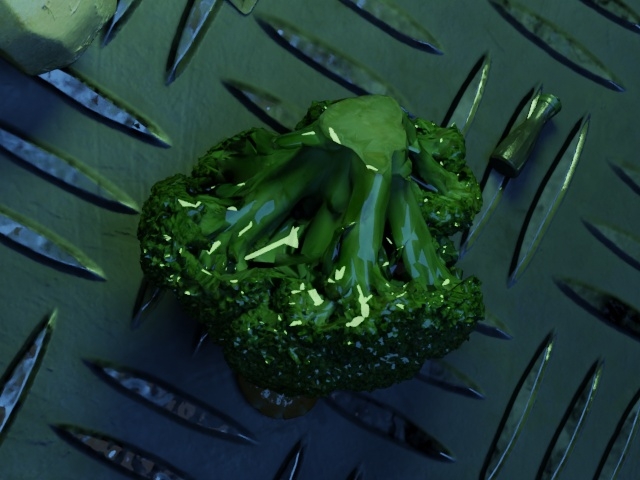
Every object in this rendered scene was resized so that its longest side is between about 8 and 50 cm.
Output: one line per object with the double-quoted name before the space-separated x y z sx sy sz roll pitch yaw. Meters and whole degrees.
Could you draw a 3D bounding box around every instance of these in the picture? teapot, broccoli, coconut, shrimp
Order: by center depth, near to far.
"coconut" -0.287 -0.261 1.748 0.161 0.161 0.162 41 85 -21
"broccoli" 0.004 0.006 1.801 0.413 0.310 0.321 -11 82 -32
"shrimp" -0.065 0.128 1.935 0.091 0.043 0.184 -42 110 -14
"teapot" 0.250 -0.128 2.073 0.043 0.043 0.110 45 72 -21

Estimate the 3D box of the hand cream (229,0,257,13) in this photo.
"hand cream" -0.124 -0.319 1.894 0.165 0.037 0.057 39 76 -30
